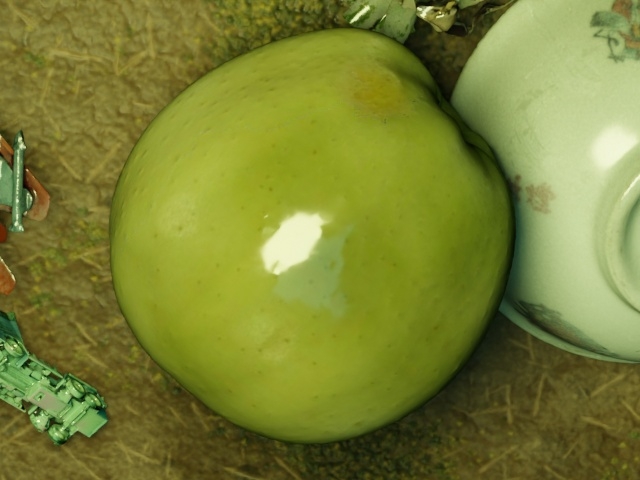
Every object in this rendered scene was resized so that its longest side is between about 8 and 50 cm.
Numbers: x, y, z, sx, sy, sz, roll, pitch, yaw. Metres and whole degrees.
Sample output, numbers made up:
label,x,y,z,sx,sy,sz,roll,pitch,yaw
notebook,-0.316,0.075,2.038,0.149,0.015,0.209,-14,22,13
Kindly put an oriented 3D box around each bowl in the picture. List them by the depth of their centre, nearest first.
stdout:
label,x,y,z,sx,sy,sz,roll,pitch,yaw
bowl,0.331,-0.041,1.750,0.435,0.196,0.434,-1,112,-3

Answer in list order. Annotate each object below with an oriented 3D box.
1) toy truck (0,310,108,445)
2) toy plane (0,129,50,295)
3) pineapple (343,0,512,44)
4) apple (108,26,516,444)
label,x,y,z,sx,sy,sz,roll,pitch,yaw
toy truck,-0.281,0.129,1.850,0.067,0.081,0.175,-43,128,14
toy plane,-0.349,-0.113,1.716,0.223,0.104,0.326,5,112,24
pineapple,0.114,-0.285,1.646,0.262,0.262,0.271,32,130,-16
apple,0.000,0.000,1.663,0.357,0.357,0.357,-2,113,-4
